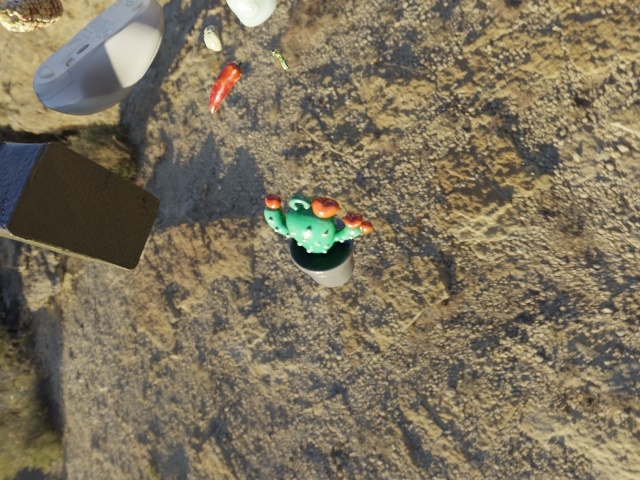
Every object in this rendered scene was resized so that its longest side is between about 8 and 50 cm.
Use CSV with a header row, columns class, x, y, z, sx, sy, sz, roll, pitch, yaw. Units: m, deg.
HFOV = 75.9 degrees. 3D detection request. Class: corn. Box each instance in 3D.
class,x,y,z,sx,sy,sz,roll,pitch,yaw
corn,-0.759,-0.604,1.081,0.086,0.086,0.253,-53,26,25

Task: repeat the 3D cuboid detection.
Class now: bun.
class,x,y,z,sx,sy,sz,roll,pitch,yaw
bun,-0.385,-0.718,1.457,0.086,0.055,0.086,167,90,-81

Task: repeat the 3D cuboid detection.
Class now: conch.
class,x,y,z,sx,sy,sz,roll,pitch,yaw
conch,-0.189,-0.720,1.203,0.121,0.221,0.184,33,129,6

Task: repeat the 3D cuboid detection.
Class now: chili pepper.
class,x,y,z,sx,sy,sz,roll,pitch,yaw
chili pepper,-0.146,-0.655,1.477,0.022,0.083,0.027,-50,18,-20
chili pepper,-0.368,-0.610,1.587,0.071,0.063,0.272,41,113,-5

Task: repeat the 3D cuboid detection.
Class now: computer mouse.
class,x,y,z,sx,sy,sz,roll,pitch,yaw
computer mouse,-0.419,-0.354,0.818,0.184,0.121,0.296,29,72,40

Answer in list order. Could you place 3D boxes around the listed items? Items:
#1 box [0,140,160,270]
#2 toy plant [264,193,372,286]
class,x,y,z,sx,sy,sz,roll,pitch,yaw
box,-0.499,-0.063,0.837,0.143,0.273,0.183,9,76,28
toy plant,-0.011,-0.006,1.147,0.280,0.400,0.185,33,75,25
